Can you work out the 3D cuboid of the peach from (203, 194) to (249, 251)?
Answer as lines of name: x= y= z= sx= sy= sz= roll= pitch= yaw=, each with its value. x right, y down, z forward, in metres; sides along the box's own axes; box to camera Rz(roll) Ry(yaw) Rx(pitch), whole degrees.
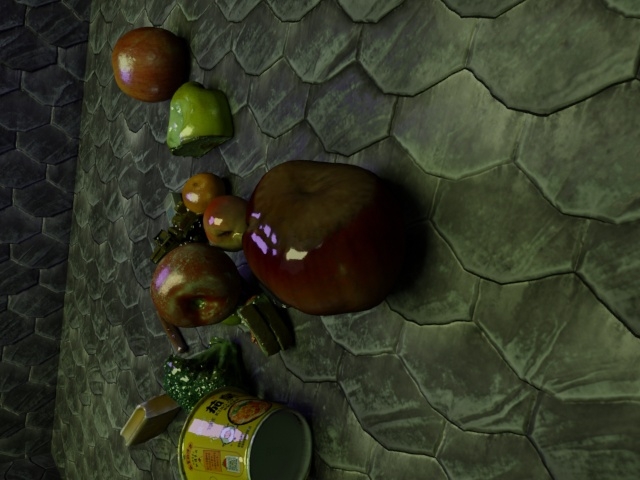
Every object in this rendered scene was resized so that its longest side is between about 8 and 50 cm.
peach: x=-0.287 y=-0.058 z=1.666 sx=0.184 sy=0.184 sz=0.184 roll=0 pitch=90 yaw=50

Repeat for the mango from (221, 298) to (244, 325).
mango: x=-0.314 y=0.225 z=1.755 sx=0.163 sy=0.089 sz=0.117 roll=41 pitch=114 yaw=40

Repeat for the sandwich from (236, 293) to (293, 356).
sandwich: x=-0.177 y=0.258 z=1.569 sx=0.184 sy=0.109 sz=0.160 roll=61 pitch=154 yaw=1

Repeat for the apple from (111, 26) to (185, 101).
apple: x=-0.684 y=-0.690 z=2.057 sx=0.301 sy=0.302 sz=0.301 roll=0 pitch=90 yaw=50

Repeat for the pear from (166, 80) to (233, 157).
pear: x=-0.445 y=-0.441 z=1.864 sx=0.292 sy=0.159 sz=0.292 roll=-5 pitch=83 yaw=50

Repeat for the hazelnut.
hazelnut: x=0.000 y=0.000 z=1.203 sx=0.409 sy=0.359 sz=0.359 roll=31 pitch=114 yaw=54

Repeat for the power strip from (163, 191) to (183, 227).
power strip: x=-0.561 y=-0.072 z=2.074 sx=0.078 sy=0.052 sz=0.272 roll=-42 pitch=60 yaw=41

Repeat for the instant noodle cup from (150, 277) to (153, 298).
instant noodle cup: x=-0.463 y=0.182 z=1.854 sx=0.172 sy=0.216 sz=0.215 roll=31 pitch=113 yaw=35

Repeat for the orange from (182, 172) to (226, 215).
orange: x=-0.399 y=-0.160 z=1.821 sx=0.155 sy=0.134 sz=0.154 roll=-9 pitch=62 yaw=16

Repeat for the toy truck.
toy truck: x=-0.525 y=-0.011 z=1.915 sx=0.127 sy=0.127 sz=0.257 roll=24 pitch=79 yaw=46

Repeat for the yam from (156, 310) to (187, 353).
yam: x=-0.605 y=0.366 z=2.132 sx=0.264 sy=0.046 sz=0.046 roll=45 pitch=123 yaw=41

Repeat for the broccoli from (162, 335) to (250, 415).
broccoli: x=-0.367 y=0.449 z=1.713 sx=0.308 sy=0.308 sz=0.275 roll=-6 pitch=61 yaw=50

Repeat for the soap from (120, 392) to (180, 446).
soap: x=-0.685 y=0.722 z=2.130 sx=0.089 sy=0.173 sz=0.274 roll=55 pitch=130 yaw=24

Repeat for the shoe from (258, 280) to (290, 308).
shoe: x=-0.125 y=0.164 z=1.563 sx=0.159 sy=0.062 sz=0.053 roll=34 pitch=141 yaw=38

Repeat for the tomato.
tomato: x=-0.380 y=0.130 z=1.618 sx=0.270 sy=0.270 sz=0.222 roll=-60 pitch=33 yaw=30

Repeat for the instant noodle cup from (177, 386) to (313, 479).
instant noodle cup: x=-0.192 y=0.581 z=1.464 sx=0.254 sy=0.326 sz=0.325 roll=-8 pitch=84 yaw=40
